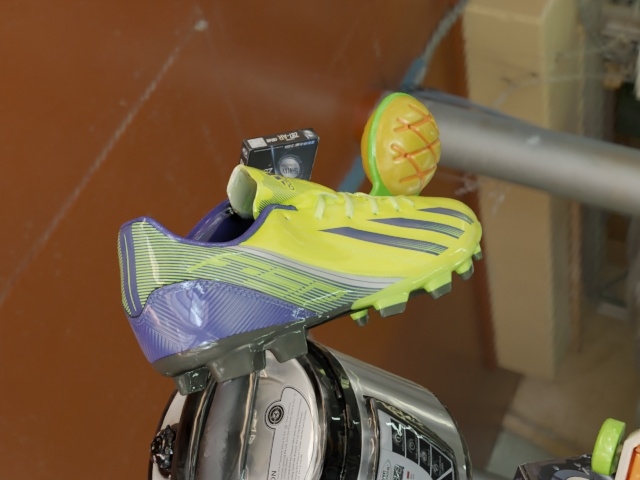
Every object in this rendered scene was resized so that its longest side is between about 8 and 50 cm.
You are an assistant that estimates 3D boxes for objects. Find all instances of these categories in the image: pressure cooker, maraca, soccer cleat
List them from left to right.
[{"bbox_3d":[-0.038,0.327,1.660,0.420,0.370,0.375,27,111,-42],"label":"pressure cooker"},{"bbox_3d":[0.000,0.000,0.740,0.289,0.093,0.121,-19,87,-44],"label":"soccer cleat"},{"bbox_3d":[0.103,-0.102,1.568,0.127,0.099,0.185,13,82,-43],"label":"maraca"}]

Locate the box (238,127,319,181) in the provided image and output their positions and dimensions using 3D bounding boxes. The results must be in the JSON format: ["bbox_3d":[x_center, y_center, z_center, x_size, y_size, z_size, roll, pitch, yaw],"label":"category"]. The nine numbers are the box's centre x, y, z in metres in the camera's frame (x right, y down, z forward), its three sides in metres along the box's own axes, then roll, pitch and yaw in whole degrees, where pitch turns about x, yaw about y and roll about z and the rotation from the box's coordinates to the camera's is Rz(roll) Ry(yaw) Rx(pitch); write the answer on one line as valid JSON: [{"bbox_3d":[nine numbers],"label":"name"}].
[{"bbox_3d":[-0.047,-0.083,1.263,0.083,0.018,0.067,-12,139,-27],"label":"box"}]

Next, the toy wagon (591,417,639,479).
[{"bbox_3d":[0.385,0.253,1.122,0.068,0.267,0.344,-12,116,-66],"label":"toy wagon"}]

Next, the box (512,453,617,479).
[{"bbox_3d":[0.318,0.315,1.314,0.147,0.180,0.077,-110,-158,-45],"label":"box"}]
